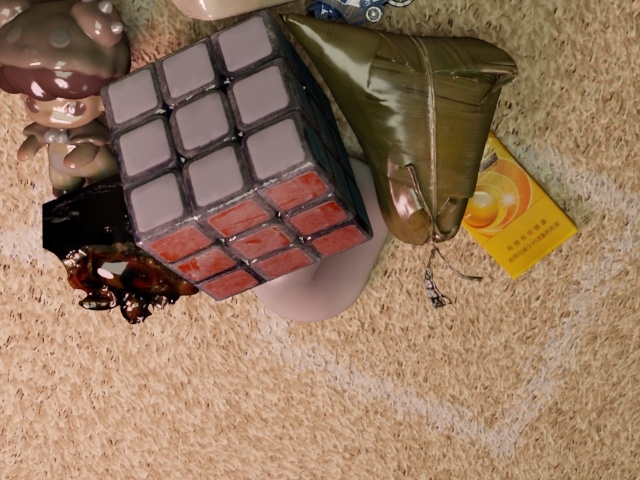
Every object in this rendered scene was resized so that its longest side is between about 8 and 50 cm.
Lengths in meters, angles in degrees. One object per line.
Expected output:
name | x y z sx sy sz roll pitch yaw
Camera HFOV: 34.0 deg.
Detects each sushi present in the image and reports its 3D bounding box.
sushi | -0.323 0.031 1.799 0.215 0.212 0.227 -21 142 9

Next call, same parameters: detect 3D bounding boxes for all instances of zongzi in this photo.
zongzi | 0.091 -0.133 1.708 0.418 0.181 0.447 8 102 -19

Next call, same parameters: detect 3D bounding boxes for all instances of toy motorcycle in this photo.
toy motorcycle | 0.056 -0.407 1.709 0.205 0.076 0.114 -22 104 10

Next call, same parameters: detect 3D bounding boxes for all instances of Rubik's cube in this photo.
Rubik's cube | -0.128 -0.123 1.653 0.304 0.301 0.305 -22 154 10

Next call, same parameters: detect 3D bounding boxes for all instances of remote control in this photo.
remote control | 0.000 0.000 1.866 0.221 0.103 0.332 19 113 -13

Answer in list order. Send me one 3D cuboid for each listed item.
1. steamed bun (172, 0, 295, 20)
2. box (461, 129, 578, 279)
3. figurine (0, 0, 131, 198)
steamed bun | -0.118 -0.443 1.613 0.242 0.146 0.164 -21 113 -26
box | 0.316 -0.069 1.859 0.152 0.043 0.269 -41 107 17
figurine | -0.415 -0.242 1.738 0.248 0.203 0.380 9 128 15
